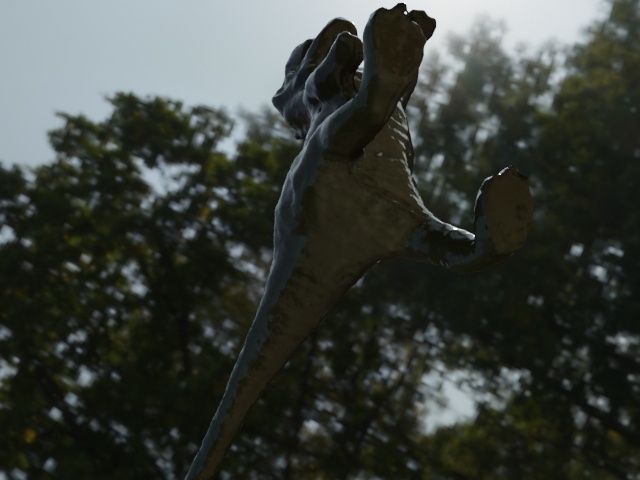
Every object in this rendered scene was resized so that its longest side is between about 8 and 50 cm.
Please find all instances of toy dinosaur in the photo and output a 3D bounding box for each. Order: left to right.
[{"bbox_3d":[0.004,0.000,0.584,0.072,0.200,0.251,12,-108,-25],"label":"toy dinosaur"}]
